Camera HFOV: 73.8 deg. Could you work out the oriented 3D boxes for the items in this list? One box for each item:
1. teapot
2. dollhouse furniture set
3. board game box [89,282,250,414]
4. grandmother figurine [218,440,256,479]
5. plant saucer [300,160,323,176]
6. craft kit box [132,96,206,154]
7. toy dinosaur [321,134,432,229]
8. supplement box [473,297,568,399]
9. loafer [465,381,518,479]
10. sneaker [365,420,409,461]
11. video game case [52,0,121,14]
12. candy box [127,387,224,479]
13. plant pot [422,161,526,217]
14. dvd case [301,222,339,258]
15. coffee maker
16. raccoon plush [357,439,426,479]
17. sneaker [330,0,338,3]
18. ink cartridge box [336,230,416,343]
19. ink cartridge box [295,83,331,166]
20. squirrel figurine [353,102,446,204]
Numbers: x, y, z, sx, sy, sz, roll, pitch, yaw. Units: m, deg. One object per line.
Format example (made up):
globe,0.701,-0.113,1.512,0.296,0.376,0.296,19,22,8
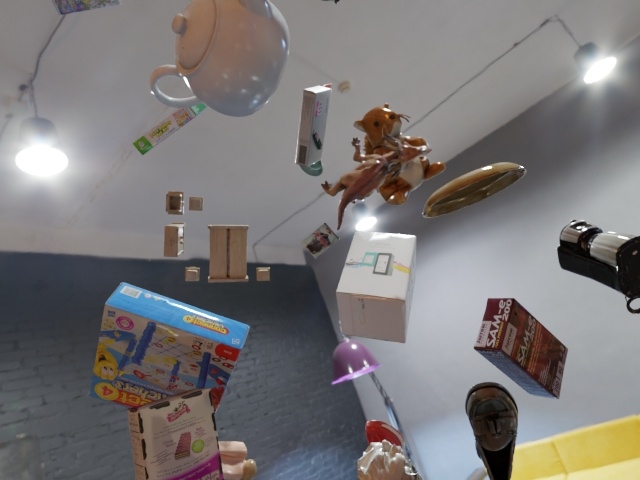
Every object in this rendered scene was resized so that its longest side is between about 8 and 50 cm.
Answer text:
teapot,-0.199,-0.371,0.823,0.187,0.252,0.256,8,-78,-44
dollhouse furniture set,-0.361,-0.015,1.525,0.355,0.304,0.174,1,5,-12
board game box,-0.362,0.286,1.010,0.308,0.086,0.302,20,-62,-7
grandmother figurine,-0.347,0.584,1.162,0.342,0.104,0.207,32,-11,-38
plant saucer,-0.036,-0.325,1.794,0.119,0.119,0.021,-6,-24,-35
craft kit box,-0.502,-0.418,1.484,0.246,0.250,0.061,-31,-66,19
toy dinosaur,0.125,-0.163,1.082,0.296,0.127,0.200,-52,26,-11
supplement box,0.458,0.245,0.964,0.239,0.130,0.073,37,-27,-23
loafer,0.341,0.380,0.819,0.096,0.084,0.268,-12,-55,13
sneaker,0.161,0.550,1.032,0.087,0.221,0.128,-16,27,29
video game case,-0.465,-0.495,0.830,0.122,0.011,0.087,-23,-28,-19
candy box,-0.294,0.442,0.877,0.159,0.234,0.071,-2,-11,-44
plant pot,0.336,-0.115,0.955,0.236,0.032,0.236,-20,-12,-4
dvd case,0.000,0.000,1.610,0.119,0.087,0.013,-39,-14,-9
coffee maker,0.634,0.052,0.960,0.120,0.171,0.178,3,12,-11
raccoon plush,0.224,0.500,0.699,0.216,0.447,0.299,-27,-15,-16
sneaker,0.006,-0.803,1.207,0.106,0.078,0.234,7,-53,9
ink cartridge box,0.179,0.137,1.299,0.197,0.270,0.198,5,-47,17
ink cartridge box,-0.004,-0.442,1.622,0.239,0.060,0.275,-41,-34,-53
squirrel figurine,0.277,-0.381,1.825,0.281,0.371,0.397,-37,15,-10
